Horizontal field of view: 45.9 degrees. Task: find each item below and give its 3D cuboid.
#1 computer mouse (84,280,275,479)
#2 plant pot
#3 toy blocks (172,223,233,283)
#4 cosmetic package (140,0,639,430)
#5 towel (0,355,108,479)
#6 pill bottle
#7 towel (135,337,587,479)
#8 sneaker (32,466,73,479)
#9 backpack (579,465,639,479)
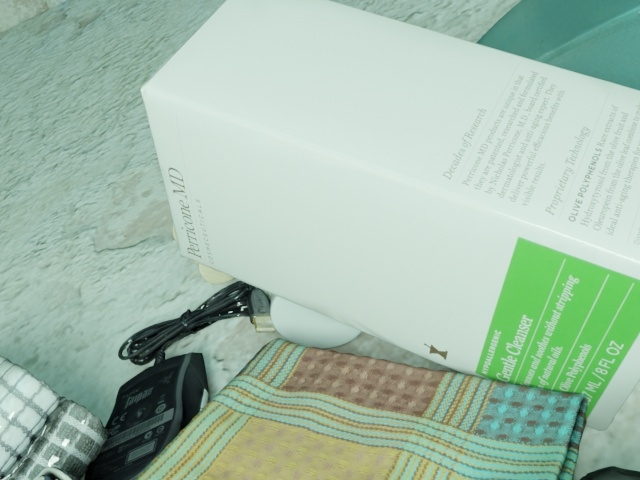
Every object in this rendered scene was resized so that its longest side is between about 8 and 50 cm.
[{"bbox_3d":[-0.114,0.138,0.704,0.184,0.060,0.262,-29,24,7],"label":"computer mouse"},{"bbox_3d":[0.281,-0.181,0.742,0.234,0.166,0.165,-21,36,23],"label":"plant pot"},{"bbox_3d":[-0.114,-0.024,0.900,0.123,0.054,0.148,-36,36,-9],"label":"toy blocks"},{"bbox_3d":[0.073,-0.033,0.560,0.365,0.197,0.155,20,54,17],"label":"cosmetic package"},{"bbox_3d":[-0.321,0.219,0.653,0.283,0.121,0.235,-5,47,55],"label":"towel"},{"bbox_3d":[0.000,0.000,0.741,0.117,0.118,0.208,-17,37,15],"label":"pill bottle"},{"bbox_3d":[-0.012,0.180,0.428,0.271,0.040,0.370,6,30,26],"label":"towel"},{"bbox_3d":[-0.118,0.224,0.512,0.226,0.163,0.086,-12,37,19],"label":"sneaker"},{"bbox_3d":[0.147,0.185,0.288,0.151,0.115,0.182,-1,43,32],"label":"backpack"}]
